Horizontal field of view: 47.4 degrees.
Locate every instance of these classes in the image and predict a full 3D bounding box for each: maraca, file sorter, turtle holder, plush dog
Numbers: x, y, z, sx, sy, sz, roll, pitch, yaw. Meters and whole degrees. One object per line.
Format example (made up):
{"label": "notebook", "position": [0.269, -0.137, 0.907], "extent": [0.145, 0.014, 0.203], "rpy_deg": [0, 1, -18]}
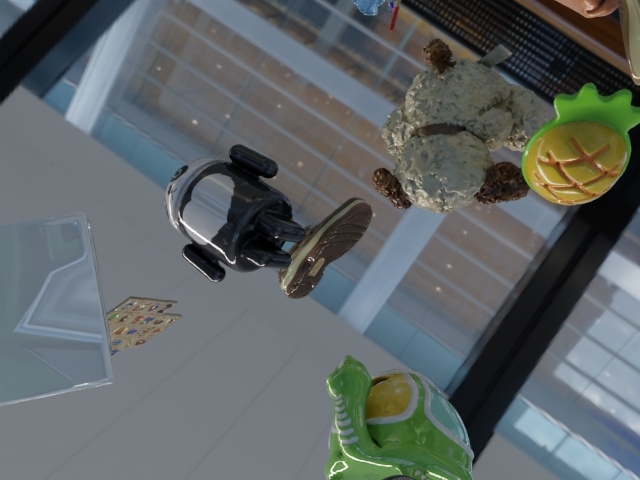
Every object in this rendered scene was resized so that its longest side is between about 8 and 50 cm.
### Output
{"label": "maraca", "position": [0.323, -0.116, 0.905], "extent": [0.127, 0.185, 0.099], "rpy_deg": [9, -131, 1]}
{"label": "file sorter", "position": [-0.395, 0.083, 0.846], "extent": [0.278, 0.192, 0.173], "rpy_deg": [-10, -176, -14]}
{"label": "turtle holder", "position": [0.109, 0.336, 1.226], "extent": [0.321, 0.243, 0.227], "rpy_deg": [24, -131, -18]}
{"label": "plush dog", "position": [0.190, -0.145, 1.066], "extent": [0.263, 0.225, 0.210], "rpy_deg": [-2, 156, 23]}

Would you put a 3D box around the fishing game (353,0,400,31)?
{"label": "fishing game", "position": [0.078, -0.476, 1.227], "extent": [0.041, 0.189, 0.264], "rpy_deg": [-5, -136, -22]}

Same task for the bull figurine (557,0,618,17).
{"label": "bull figurine", "position": [0.438, -0.488, 1.268], "extent": [0.101, 0.188, 0.310], "rpy_deg": [21, -156, -34]}

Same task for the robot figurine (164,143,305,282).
{"label": "robot figurine", "position": [-0.166, -0.048, 1.364], "extent": [0.278, 0.173, 0.209], "rpy_deg": [32, -118, 28]}

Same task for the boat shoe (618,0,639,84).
{"label": "boat shoe", "position": [0.470, -0.374, 0.995], "extent": [0.341, 0.123, 0.123], "rpy_deg": [65, -143, -33]}

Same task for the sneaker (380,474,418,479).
{"label": "sneaker", "position": [0.038, 0.357, 0.754], "extent": [0.086, 0.163, 0.226], "rpy_deg": [32, -146, 13]}

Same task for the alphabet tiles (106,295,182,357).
{"label": "alphabet tiles", "position": [-0.361, 0.166, 1.359], "extent": [0.009, 0.198, 0.237], "rpy_deg": [59, -168, 16]}

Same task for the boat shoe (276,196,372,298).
{"label": "boat shoe", "position": [-0.005, -0.002, 1.454], "extent": [0.095, 0.257, 0.095], "rpy_deg": [21, -151, -46]}
